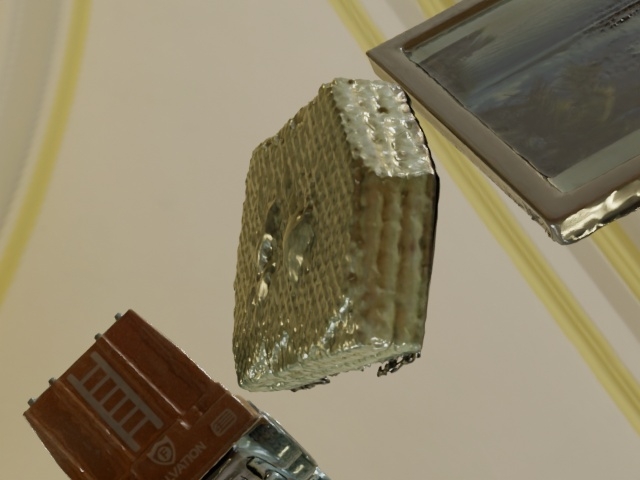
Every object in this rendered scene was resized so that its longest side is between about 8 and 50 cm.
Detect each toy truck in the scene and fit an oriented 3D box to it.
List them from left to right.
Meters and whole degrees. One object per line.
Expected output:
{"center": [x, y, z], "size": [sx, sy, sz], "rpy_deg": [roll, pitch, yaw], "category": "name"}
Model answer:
{"center": [-0.096, 0.164, 1.090], "size": [0.136, 0.305, 0.162], "rpy_deg": [-45, -110, -6], "category": "toy truck"}

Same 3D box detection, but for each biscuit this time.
{"center": [0.000, 0.000, 0.782], "size": [0.052, 0.252, 0.150], "rpy_deg": [7, -100, -16], "category": "biscuit"}

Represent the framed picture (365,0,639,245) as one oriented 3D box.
{"center": [0.203, -0.124, 0.779], "size": [0.315, 0.024, 0.232], "rpy_deg": [-28, -146, -8], "category": "framed picture"}
